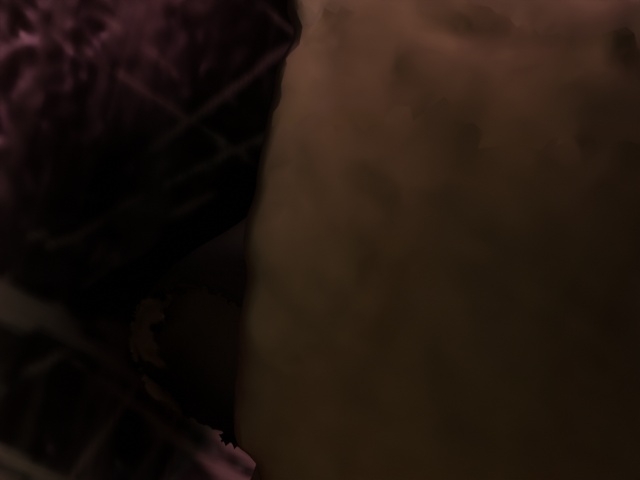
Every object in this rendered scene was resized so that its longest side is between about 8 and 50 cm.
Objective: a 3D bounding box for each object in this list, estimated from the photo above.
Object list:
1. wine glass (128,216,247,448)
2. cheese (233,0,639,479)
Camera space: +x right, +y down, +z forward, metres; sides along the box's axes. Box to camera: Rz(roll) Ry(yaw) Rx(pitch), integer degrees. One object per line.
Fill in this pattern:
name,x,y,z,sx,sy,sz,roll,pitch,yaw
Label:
wine glass,0.000,0.000,0.501,0.072,0.072,0.155,57,45,-19
cheese,0.100,0.043,0.465,0.292,0.153,0.332,-7,101,-60
